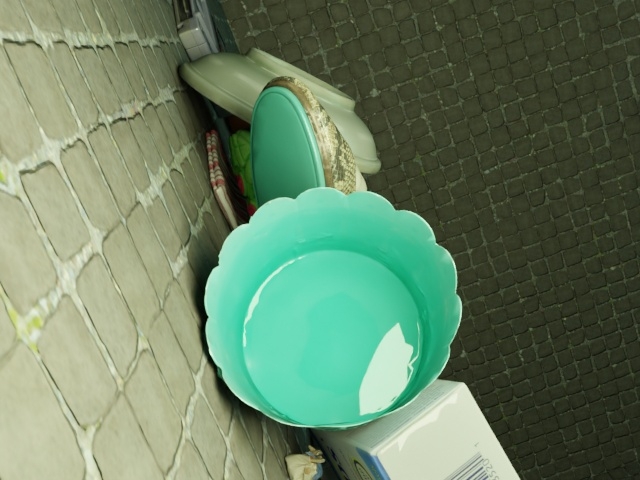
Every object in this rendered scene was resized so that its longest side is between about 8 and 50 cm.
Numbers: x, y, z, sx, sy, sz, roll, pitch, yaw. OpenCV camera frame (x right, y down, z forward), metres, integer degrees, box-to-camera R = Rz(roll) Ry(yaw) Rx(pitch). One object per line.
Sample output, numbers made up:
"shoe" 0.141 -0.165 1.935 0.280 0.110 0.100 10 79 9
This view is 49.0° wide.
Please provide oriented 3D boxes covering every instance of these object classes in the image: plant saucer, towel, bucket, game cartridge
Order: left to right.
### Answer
"game cartridge" -0.261 -0.458 1.565 0.230 0.068 0.355 61 8 -46
"towel" -0.156 -0.089 1.219 0.197 0.029 0.144 -107 175 -50
"plant saucer" -0.052 -0.255 1.264 0.400 0.101 0.400 26 14 -7
"bucket" 0.012 0.091 0.816 0.183 0.281 0.281 89 -17 -70

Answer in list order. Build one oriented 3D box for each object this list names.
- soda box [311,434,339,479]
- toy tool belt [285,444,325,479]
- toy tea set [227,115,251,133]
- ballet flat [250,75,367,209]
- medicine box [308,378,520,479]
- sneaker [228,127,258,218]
"soda box" 0.074 0.442 1.237 0.098 0.091 0.286 -105 174 -57
"toy tool belt" -0.013 0.304 0.943 0.083 0.051 0.052 63 8 -71
"toy tea set" -0.132 -0.195 1.680 0.200 0.124 0.336 9 76 -48
"ballet flat" 0.000 0.000 1.038 0.182 0.164 0.483 -19 112 -45
"medicine box" 0.139 0.331 0.938 0.264 0.149 0.289 59 -18 -2
"sneaker" -0.039 -0.121 1.299 0.483 0.202 0.185 0 70 -85
